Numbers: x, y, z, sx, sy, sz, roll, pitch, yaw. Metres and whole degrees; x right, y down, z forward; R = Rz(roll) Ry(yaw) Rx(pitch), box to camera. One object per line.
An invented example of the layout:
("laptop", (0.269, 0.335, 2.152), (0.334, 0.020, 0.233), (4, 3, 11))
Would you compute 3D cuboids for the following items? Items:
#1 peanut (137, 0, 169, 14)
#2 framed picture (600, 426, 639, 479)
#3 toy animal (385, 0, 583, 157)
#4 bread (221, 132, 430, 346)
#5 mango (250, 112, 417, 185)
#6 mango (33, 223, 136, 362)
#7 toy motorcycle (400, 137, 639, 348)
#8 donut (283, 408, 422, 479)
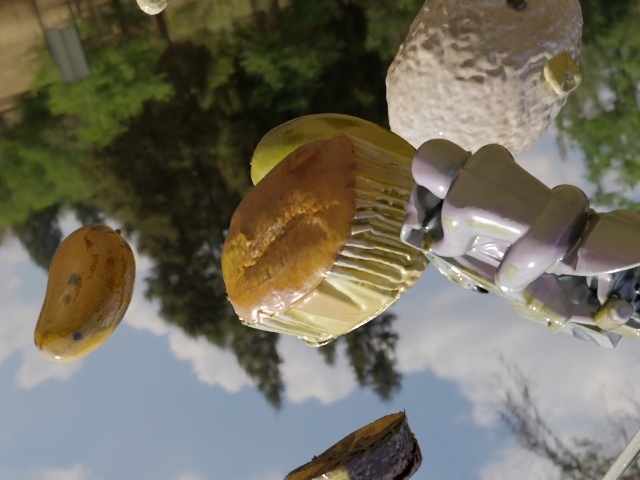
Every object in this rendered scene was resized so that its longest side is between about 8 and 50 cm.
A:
("peanut", (-0.147, -0.248, 1.151), (0.037, 0.083, 0.037), (17, -178, -1))
("framed picture", (0.473, 0.198, 1.665), (0.211, 0.020, 0.290), (-34, 154, -43))
("toy animal", (0.211, -0.213, 1.619), (0.226, 0.358, 0.188), (22, -152, -10))
("bread", (0.000, 0.000, 1.007), (0.114, 0.132, 0.190), (18, 141, -28))
("mango", (0.014, -0.081, 1.303), (0.191, 0.122, 0.086), (-12, -140, 34))
("mango", (-0.284, 0.064, 1.541), (0.115, 0.090, 0.178), (-4, -122, 26))
("toy motorcycle", (0.115, -0.002, 0.722), (0.225, 0.152, 0.073), (16, -114, 52))
("donut", (0.033, 0.218, 1.205), (0.140, 0.059, 0.140), (-29, -179, 1))
